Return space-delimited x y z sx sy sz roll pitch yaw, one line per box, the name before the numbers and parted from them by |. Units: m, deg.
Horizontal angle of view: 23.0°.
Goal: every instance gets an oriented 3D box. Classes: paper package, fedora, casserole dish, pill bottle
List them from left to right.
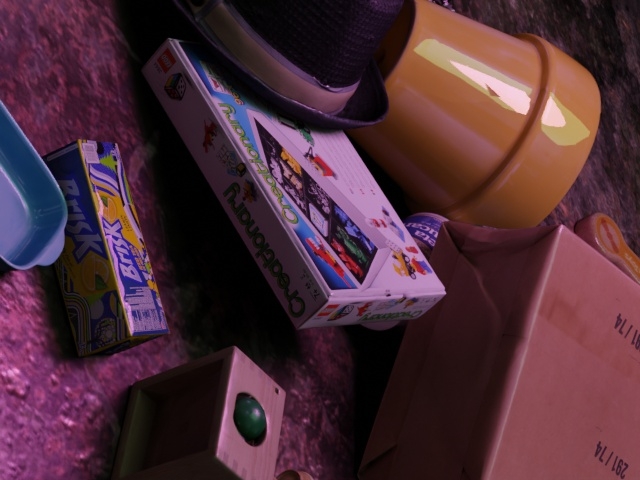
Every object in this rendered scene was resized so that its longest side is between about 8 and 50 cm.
casserole dish | -0.267 -0.056 1.204 0.188 0.037 0.114 57 30 -20
fedora | -0.018 -0.272 1.559 0.334 0.152 0.334 33 30 -22
pill bottle | 0.089 0.036 1.681 0.094 0.094 0.169 64 29 -6
paper package | 0.236 0.174 1.629 0.325 0.168 0.309 32 70 -38

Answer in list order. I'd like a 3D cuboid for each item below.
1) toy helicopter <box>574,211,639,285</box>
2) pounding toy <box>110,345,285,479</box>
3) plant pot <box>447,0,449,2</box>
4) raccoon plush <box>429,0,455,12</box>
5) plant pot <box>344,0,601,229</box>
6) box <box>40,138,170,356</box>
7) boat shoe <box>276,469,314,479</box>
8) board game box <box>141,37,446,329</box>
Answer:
toy helicopter | 0.492 0.107 2.322 0.355 0.140 0.235 46 43 -16
pounding toy | -0.078 0.172 1.257 0.100 0.141 0.130 46 36 -35
plant pot | 0.174 -0.457 2.090 0.188 0.167 0.187 37 42 -45
raccoon plush | 0.055 -0.355 1.801 0.299 0.216 0.446 -41 107 -52
plant pot | 0.144 -0.148 1.772 0.239 0.254 0.254 30 44 -26
box | -0.181 0.006 1.281 0.054 0.059 0.168 3 68 -60
boat shoe | -0.043 0.250 1.355 0.048 0.056 0.153 57 37 -28
board game box | -0.024 -0.056 1.487 0.193 0.053 0.305 0 53 -53
